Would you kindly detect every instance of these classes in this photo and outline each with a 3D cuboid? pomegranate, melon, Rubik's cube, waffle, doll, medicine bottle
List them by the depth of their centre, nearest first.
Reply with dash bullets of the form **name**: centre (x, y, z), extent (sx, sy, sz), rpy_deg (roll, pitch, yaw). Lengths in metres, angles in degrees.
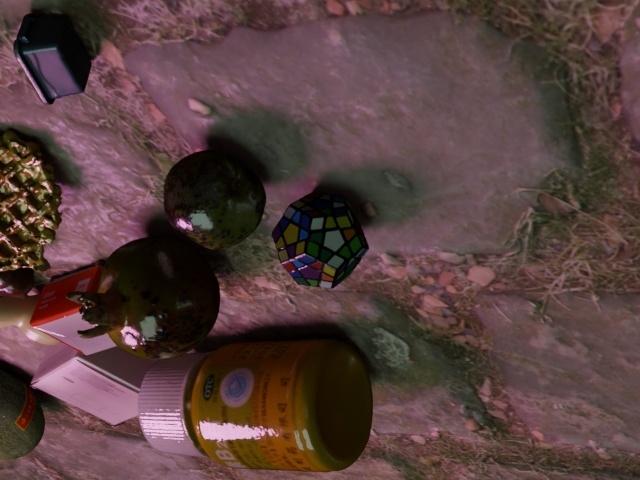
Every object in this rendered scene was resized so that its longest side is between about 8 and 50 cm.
- **pomegranate**: centre (-0.146, -0.064, 1.218), extent (0.138, 0.163, 0.125), rpy_deg (19, 111, -30)
- **Rubik's cube**: centre (0.000, 0.000, 1.227), extent (0.133, 0.133, 0.112), rpy_deg (7, 120, 15)
- **waffle**: centre (-0.505, -0.060, 1.348), extent (0.254, 0.052, 0.245), rpy_deg (6, 120, 1)
- **pomegranate**: centre (-0.268, 0.079, 1.385), extent (0.198, 0.198, 0.246), rpy_deg (-16, 150, 40)
- **medicine bottle**: centre (-0.120, 0.289, 1.607), extent (0.384, 0.224, 0.224), rpy_deg (-5, 141, 32)
- **doll**: centre (-0.575, 0.124, 1.657), extent (0.296, 0.141, 0.117), rpy_deg (33, 105, -26)
- **melon**: centre (-0.746, 0.392, 2.082), extent (0.182, 0.182, 0.287), rpy_deg (2, 146, 22)

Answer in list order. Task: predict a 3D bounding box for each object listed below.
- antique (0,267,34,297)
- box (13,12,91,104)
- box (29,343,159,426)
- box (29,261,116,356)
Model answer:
- **antique**: centre (-0.585, 0.006, 1.497), extent (0.257, 0.121, 0.143), rpy_deg (31, 145, -17)
- **box**: centre (-0.318, -0.220, 1.092), extent (0.054, 0.074, 0.099), rpy_deg (-6, 142, 10)
- **box**: centre (-0.438, 0.272, 1.833), extent (0.203, 0.106, 0.252), rpy_deg (34, 145, -22)
- **box**: centre (-0.404, 0.122, 1.607), extent (0.182, 0.099, 0.133), rpy_deg (-19, 135, 41)
